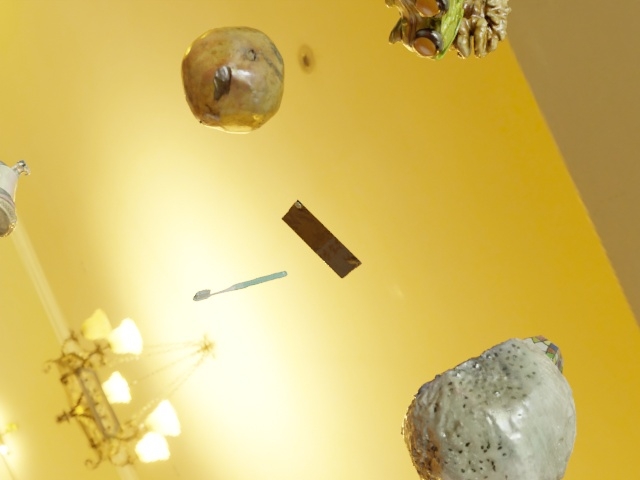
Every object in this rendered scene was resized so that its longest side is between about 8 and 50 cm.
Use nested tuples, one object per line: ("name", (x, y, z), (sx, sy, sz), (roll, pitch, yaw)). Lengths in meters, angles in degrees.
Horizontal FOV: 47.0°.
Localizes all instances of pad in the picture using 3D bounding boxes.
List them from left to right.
("pad", (0.000, 0.000, 1.581), (0.193, 0.004, 0.116), (44, -29, -2))

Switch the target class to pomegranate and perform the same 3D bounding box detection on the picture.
("pomegranate", (-0.225, -0.417, 1.897), (0.281, 0.281, 0.281), (34, -44, 40))

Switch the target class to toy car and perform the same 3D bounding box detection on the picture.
("toy car", (0.187, -0.448, 1.313), (0.142, 0.200, 0.248), (20, -35, 17))

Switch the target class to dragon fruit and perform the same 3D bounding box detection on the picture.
("dragon fruit", (0.285, 0.301, 1.159), (0.204, 0.282, 0.221), (58, -10, 33))

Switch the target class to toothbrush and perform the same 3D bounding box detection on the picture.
("toothbrush", (-0.107, 0.060, 1.017), (0.011, 0.167, 0.014), (47, -51, 27))

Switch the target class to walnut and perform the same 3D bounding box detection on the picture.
("walnut", (0.339, -0.481, 1.613), (0.142, 0.170, 0.069), (4, -20, 30))

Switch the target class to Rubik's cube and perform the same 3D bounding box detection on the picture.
("Rubik's cube", (0.404, 0.234, 1.389), (0.111, 0.111, 0.093), (36, -49, 38))

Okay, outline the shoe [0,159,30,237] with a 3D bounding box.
("shoe", (-0.423, -0.059, 0.841), (0.180, 0.092, 0.089), (0, -41, 10))
